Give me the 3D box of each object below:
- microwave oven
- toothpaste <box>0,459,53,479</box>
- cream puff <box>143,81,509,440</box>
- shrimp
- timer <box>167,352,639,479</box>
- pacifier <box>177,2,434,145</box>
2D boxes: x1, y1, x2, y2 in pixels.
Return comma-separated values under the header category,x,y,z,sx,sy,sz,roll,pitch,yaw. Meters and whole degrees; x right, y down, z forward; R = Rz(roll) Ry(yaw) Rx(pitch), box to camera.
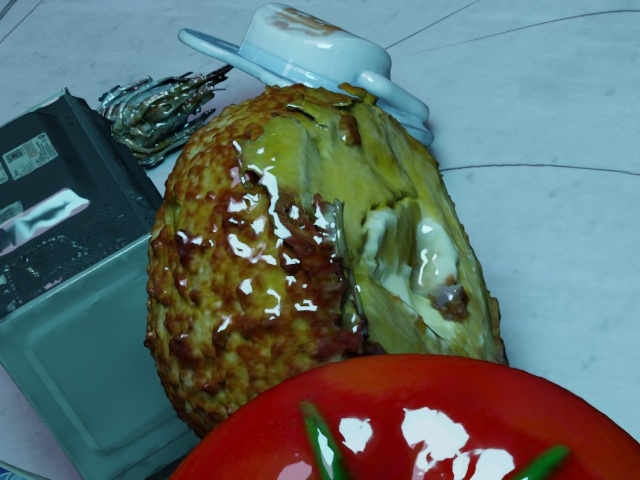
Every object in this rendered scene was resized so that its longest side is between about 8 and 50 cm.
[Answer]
category,x,y,z,sx,sy,sz,roll,pitch,yaw
microwave oven,-0.197,0.034,1.504,0.181,0.237,0.295,-30,35,-5
toothpaste,-0.280,0.217,1.495,0.268,0.047,0.069,18,61,40
cream puff,-0.006,0.054,1.305,0.229,0.350,0.350,-25,36,26
shrimp,-0.174,-0.128,1.778,0.233,0.090,0.079,-32,5,10
timer,0.061,0.257,1.034,0.378,0.279,0.378,-4,74,14
pacifier,-0.022,-0.104,1.636,0.279,0.227,0.207,30,98,43
